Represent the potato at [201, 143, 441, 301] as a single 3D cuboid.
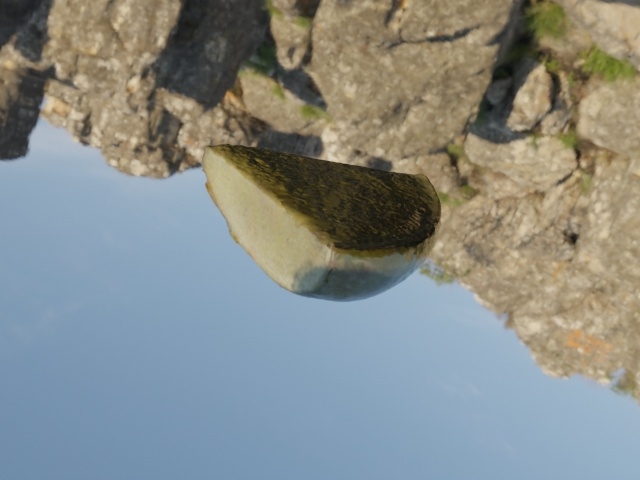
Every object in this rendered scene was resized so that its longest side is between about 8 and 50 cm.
[{"bbox_3d":[0.000,0.000,0.762,0.269,0.112,0.255,6,-156,-8],"label":"potato"}]
